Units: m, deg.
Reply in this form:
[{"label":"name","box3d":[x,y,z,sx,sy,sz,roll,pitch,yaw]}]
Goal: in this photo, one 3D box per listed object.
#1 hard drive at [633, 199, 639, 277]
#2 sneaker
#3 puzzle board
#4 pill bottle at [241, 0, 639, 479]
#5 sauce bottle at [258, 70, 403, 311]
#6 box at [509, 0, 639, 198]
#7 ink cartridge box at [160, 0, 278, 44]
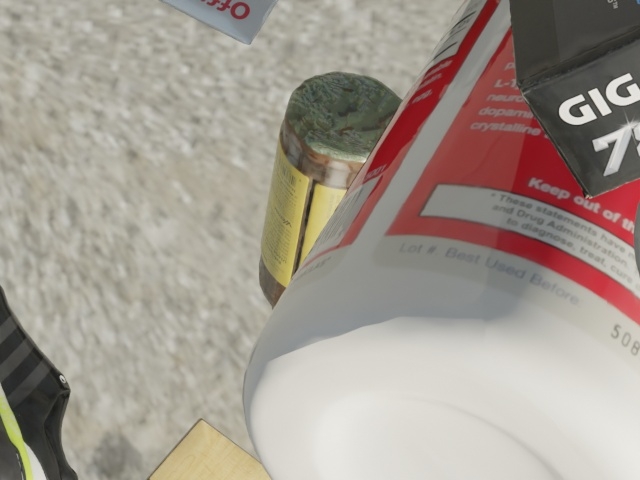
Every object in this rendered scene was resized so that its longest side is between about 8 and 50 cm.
[{"label":"hard drive","box3d":[0.110,0.047,0.324,0.040,0.319,0.210,-12,75,1]},{"label":"sneaker","box3d":[-0.237,0.101,1.343,0.097,0.084,0.235,5,62,-46]},{"label":"puzzle board","box3d":[-0.115,0.236,1.677,0.096,0.011,0.128,39,97,-19]},{"label":"pill bottle","box3d":[0.143,-0.020,0.965,0.229,0.229,0.408,43,52,-14]},{"label":"sauce bottle","box3d":[0.000,0.000,1.614,0.111,0.344,0.111,5,52,-7]},{"label":"box","box3d":[0.216,-0.181,0.744,0.293,0.295,0.073,-24,125,22]},{"label":"ink cartridge box","box3d":[-0.064,-0.262,1.235,0.154,0.093,0.212,25,110,-31]}]
